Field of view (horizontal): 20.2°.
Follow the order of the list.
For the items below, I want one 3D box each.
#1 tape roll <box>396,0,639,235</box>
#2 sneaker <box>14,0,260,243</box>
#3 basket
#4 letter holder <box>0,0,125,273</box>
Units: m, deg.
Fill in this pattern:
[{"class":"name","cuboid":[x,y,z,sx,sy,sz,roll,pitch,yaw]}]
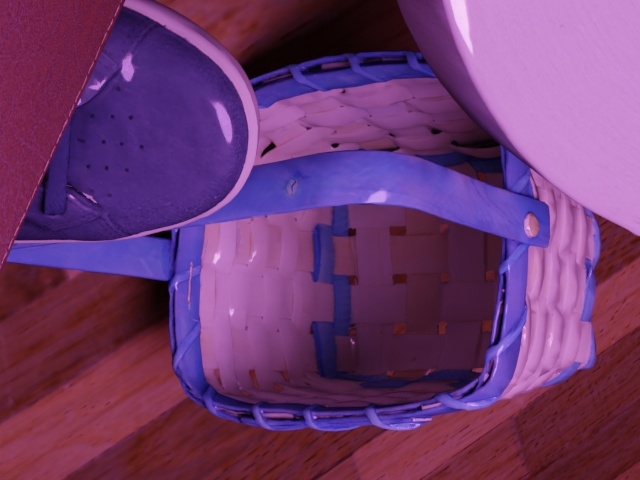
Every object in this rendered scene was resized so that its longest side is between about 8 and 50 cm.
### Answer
[{"class":"tape roll","cuboid":[0.213,-0.184,0.806,0.392,0.072,0.392,-9,117,-19]},{"class":"sneaker","cuboid":[-0.202,-0.042,0.741,0.350,0.148,0.131,4,114,-1]},{"class":"basket","cuboid":[0.000,0.000,0.949,0.289,0.255,0.201,6,82,-56]},{"class":"letter holder","cuboid":[-0.147,-0.149,0.591,0.214,0.152,0.301,87,23,-68]}]
